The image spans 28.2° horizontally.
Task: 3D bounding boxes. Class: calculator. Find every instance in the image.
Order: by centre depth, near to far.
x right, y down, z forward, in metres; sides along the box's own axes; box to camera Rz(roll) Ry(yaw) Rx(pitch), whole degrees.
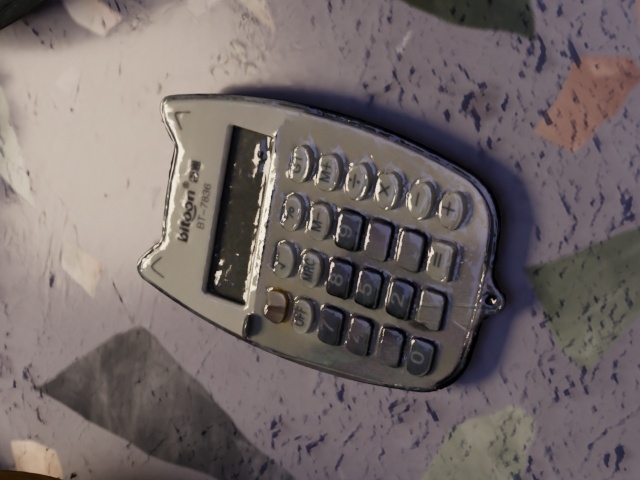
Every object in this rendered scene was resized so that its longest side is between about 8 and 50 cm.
[{"bbox_3d":[0.000,0.000,0.851,0.268,0.040,0.177,21,112,25],"label":"calculator"}]

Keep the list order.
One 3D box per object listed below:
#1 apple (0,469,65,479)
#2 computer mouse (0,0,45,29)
[{"bbox_3d":[-0.258,0.356,0.896,0.346,0.391,0.391,-22,89,21],"label":"apple"},{"bbox_3d":[-0.315,-0.179,0.894,0.374,0.203,0.114,-3,90,26],"label":"computer mouse"}]
